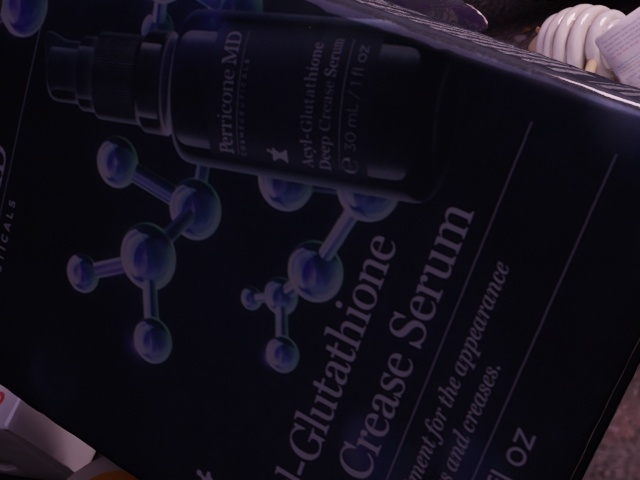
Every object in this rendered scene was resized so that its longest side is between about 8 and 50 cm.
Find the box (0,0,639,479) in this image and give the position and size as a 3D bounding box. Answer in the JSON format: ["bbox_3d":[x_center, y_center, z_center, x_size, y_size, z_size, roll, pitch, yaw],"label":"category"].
[{"bbox_3d":[0.000,0.000,0.514,0.395,0.212,0.294,26,109,22],"label":"box"}]

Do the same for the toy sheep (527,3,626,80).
[{"bbox_3d":[0.255,-0.183,0.801,0.132,0.091,0.091,16,62,48],"label":"toy sheep"}]

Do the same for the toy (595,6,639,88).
[{"bbox_3d":[0.326,-0.088,0.607,0.137,0.056,0.237,-34,74,26],"label":"toy"}]

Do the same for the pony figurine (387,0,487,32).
[{"bbox_3d":[0.057,-0.108,0.758,0.351,0.303,0.363,23,82,54],"label":"pony figurine"}]

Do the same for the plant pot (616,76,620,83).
[{"bbox_3d":[0.305,-0.147,0.728,0.079,0.083,0.083,-23,42,8],"label":"plant pot"}]

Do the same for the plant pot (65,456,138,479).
[{"bbox_3d":[-0.089,0.235,0.550,0.205,0.188,0.205,-20,45,21],"label":"plant pot"}]

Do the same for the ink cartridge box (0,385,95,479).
[{"bbox_3d":[-0.294,0.098,0.881,0.198,0.115,0.273,-4,50,31],"label":"ink cartridge box"}]
